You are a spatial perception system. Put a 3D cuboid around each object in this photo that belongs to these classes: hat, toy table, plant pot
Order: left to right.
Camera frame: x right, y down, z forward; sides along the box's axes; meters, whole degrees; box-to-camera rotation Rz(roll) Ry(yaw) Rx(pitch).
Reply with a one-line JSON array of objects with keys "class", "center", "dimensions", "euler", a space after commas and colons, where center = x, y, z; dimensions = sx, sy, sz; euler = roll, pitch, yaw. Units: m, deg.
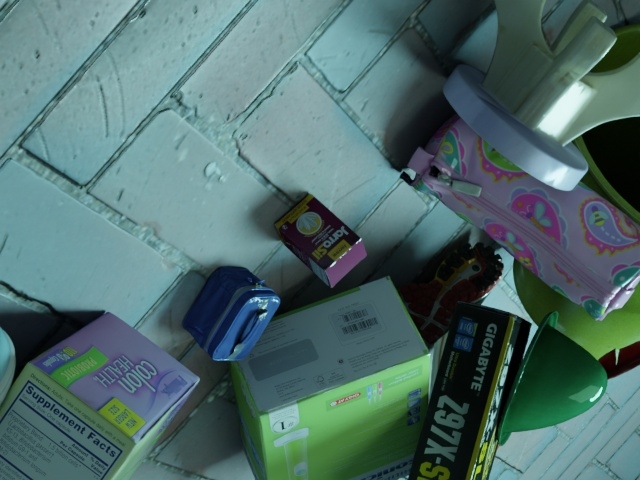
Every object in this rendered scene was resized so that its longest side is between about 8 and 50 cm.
[{"class": "toy table", "center": [0.241, -0.172, 1.474], "dimensions": [0.161, 0.252, 0.274], "euler": [-53, -165, 17]}, {"class": "hat", "center": [0.336, 0.191, 1.719], "dimensions": [0.173, 0.183, 0.208], "euler": [-40, 148, -58]}, {"class": "plant pot", "center": [0.417, -0.026, 1.821], "dimensions": [0.366, 0.366, 0.353], "euler": [-28, 159, -33]}]

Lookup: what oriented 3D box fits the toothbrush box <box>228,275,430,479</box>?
[{"class": "toothbrush box", "center": [0.012, 0.195, 1.666], "dimensions": [0.206, 0.122, 0.283], "euler": [-20, 144, -11]}]

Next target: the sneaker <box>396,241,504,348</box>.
[{"class": "sneaker", "center": [0.144, 0.097, 1.822], "dimensions": [0.225, 0.088, 0.093], "euler": [-31, 156, -22]}]

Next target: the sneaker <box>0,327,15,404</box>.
[{"class": "sneaker", "center": [-0.362, 0.089, 1.054], "dimensions": [0.319, 0.127, 0.208], "euler": [-25, 146, -38]}]

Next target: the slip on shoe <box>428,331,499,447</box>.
[{"class": "slip on shoe", "center": [0.211, 0.267, 1.961], "dimensions": [0.123, 0.101, 0.331], "euler": [-12, 106, -63]}]

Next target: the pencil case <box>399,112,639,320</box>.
[{"class": "pencil case", "center": [0.233, -0.032, 1.572], "dimensions": [0.124, 0.284, 0.124], "euler": [-54, 177, -4]}]

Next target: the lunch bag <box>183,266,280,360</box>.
[{"class": "lunch bag", "center": [-0.089, 0.077, 1.488], "dimensions": [0.067, 0.065, 0.098], "euler": [1, 126, -55]}]

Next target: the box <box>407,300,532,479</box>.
[{"class": "box", "center": [0.174, 0.239, 1.720], "dimensions": [0.257, 0.079, 0.322], "euler": [24, 81, -75]}]

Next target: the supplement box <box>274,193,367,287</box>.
[{"class": "supplement box", "center": [0.000, 0.000, 1.494], "dimensions": [0.055, 0.083, 0.043], "euler": [-42, 152, -13]}]

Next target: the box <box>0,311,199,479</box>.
[{"class": "box", "center": [-0.247, 0.212, 1.300], "dimensions": [0.243, 0.117, 0.213], "euler": [-54, 177, 14]}]
